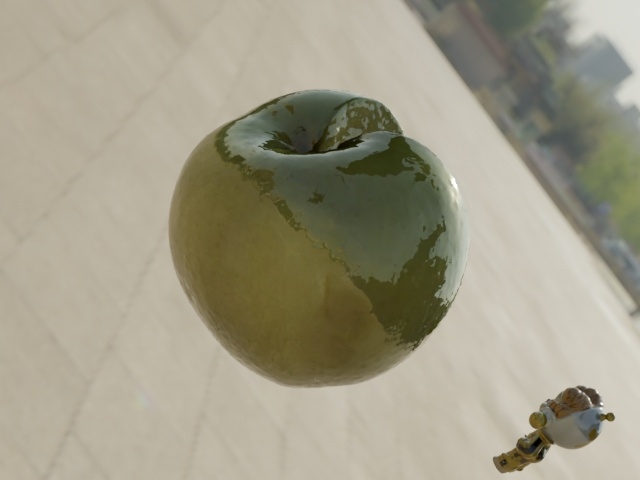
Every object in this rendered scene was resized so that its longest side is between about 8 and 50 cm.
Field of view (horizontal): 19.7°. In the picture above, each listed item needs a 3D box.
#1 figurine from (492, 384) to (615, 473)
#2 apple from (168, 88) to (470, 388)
[{"bbox_3d":[0.257,0.215,2.063,0.068,0.143,0.101,61,1,20],"label":"figurine"},{"bbox_3d":[0.000,0.000,1.762,0.292,0.292,0.254,-115,-158,-59],"label":"apple"}]
